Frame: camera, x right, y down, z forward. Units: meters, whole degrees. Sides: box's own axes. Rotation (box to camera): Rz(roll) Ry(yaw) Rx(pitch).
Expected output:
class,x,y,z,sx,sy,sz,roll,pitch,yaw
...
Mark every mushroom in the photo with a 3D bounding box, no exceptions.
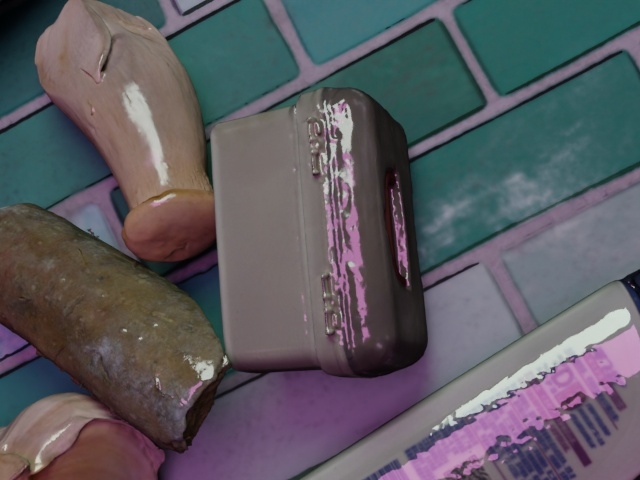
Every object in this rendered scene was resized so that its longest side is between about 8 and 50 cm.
class,x,y,z,sx,sy,sz,roll,pitch,yaw
mushroom,-0.149,-0.101,0.734,0.108,0.096,0.247,-22,67,-22

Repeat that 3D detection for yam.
class,x,y,z,sx,sy,sz,roll,pitch,yaw
yam,-0.169,0.060,0.702,0.259,0.106,0.106,30,88,23

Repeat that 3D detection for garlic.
class,x,y,z,sx,sy,sz,roll,pitch,yaw
garlic,-0.233,0.222,0.699,0.142,0.178,0.229,15,64,41

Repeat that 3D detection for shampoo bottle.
class,x,y,z,sx,sy,sz,roll,pitch,yaw
shampoo bottle,0.139,0.157,0.671,0.359,0.078,0.134,-33,82,3

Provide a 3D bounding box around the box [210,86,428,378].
class,x,y,z,sx,sy,sz,roll,pitch,yaw
box,0.000,0.000,0.683,0.129,0.148,0.210,-7,81,18
